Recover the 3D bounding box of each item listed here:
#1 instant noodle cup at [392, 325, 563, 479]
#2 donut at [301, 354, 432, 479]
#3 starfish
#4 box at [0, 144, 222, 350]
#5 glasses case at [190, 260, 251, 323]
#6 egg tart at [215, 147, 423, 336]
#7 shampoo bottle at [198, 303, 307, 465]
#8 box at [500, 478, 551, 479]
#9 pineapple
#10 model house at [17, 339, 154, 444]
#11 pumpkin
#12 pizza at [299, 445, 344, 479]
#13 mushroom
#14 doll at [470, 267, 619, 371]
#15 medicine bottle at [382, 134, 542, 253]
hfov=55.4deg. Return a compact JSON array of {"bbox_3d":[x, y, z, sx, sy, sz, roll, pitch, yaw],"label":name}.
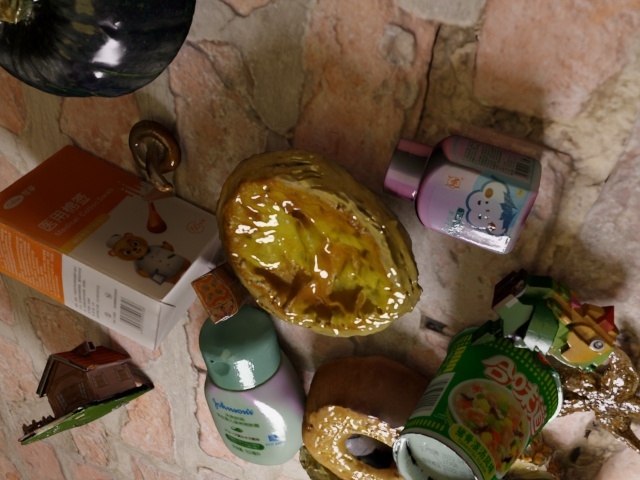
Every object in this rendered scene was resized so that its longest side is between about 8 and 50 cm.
[{"bbox_3d":[0.231,0.275,0.934,0.207,0.232,0.207,24,131,31],"label":"instant noodle cup"},{"bbox_3d":[0.117,0.348,1.134,0.317,0.150,0.299,-2,122,26],"label":"donut"},{"bbox_3d":[0.447,0.250,0.957,0.277,0.062,0.236,-8,122,39],"label":"starfish"},{"bbox_3d":[-0.367,0.002,1.049,0.341,0.225,0.143,27,133,4],"label":"box"},{"bbox_3d":[-0.155,0.078,1.017,0.049,0.218,0.075,-28,93,2],"label":"glasses case"},{"bbox_3d":[-0.001,-0.001,0.934,0.341,0.132,0.341,15,130,18],"label":"egg tart"},{"bbox_3d":[-0.137,0.277,1.199,0.221,0.151,0.350,10,128,26],"label":"shampoo bottle"},{"bbox_3d":[0.371,0.468,1.115,0.245,0.139,0.035,8,99,22],"label":"box"},{"bbox_3d":[0.370,0.400,1.105,0.137,0.069,0.116,32,131,-2],"label":"pineapple"},{"bbox_3d":[-0.542,0.327,1.369,0.207,0.294,0.154,-28,80,9],"label":"model house"},{"bbox_3d":[-0.311,-0.333,0.755,0.323,0.241,0.323,9,124,14],"label":"pumpkin"},{"bbox_3d":[0.110,0.524,1.201,0.280,0.288,0.075,26,101,-24],"label":"pizza"},{"bbox_3d":[-0.263,-0.131,0.993,0.088,0.073,0.130,-31,74,24],"label":"mushroom"},{"bbox_3d":[0.328,0.121,0.882,0.186,0.106,0.134,17,115,12],"label":"doll"},{"bbox_3d":[0.184,-0.071,0.816,0.188,0.094,0.119,20,129,10],"label":"medicine bottle"}]
